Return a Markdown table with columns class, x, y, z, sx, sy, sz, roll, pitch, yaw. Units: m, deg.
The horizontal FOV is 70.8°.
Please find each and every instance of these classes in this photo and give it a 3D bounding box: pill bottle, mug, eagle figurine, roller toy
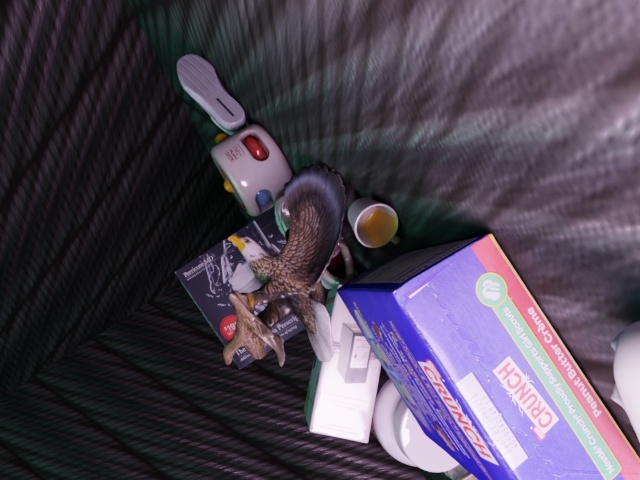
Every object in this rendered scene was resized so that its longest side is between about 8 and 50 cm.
| class | x | y | z | sx | sy | sz | roll | pitch | yaw |
| --- | --- | --- | --- | --- | --- | --- | --- | --- | --- |
| pill bottle | 0.179 | 0.341 | 0.906 | 0.176 | 0.176 | 0.318 | 56 | 170 | 3 |
| mug | 0.070 | -0.024 | 0.631 | 0.064 | 0.062 | 0.078 | -125 | 13 | -63 |
| eagle figurine | -0.045 | 0.040 | 0.736 | 0.226 | 0.298 | 0.225 | -15 | 115 | 43 |
| roller toy | -0.164 | -0.163 | 1.062 | 0.210 | 0.146 | 0.191 | 61 | 169 | -22 |

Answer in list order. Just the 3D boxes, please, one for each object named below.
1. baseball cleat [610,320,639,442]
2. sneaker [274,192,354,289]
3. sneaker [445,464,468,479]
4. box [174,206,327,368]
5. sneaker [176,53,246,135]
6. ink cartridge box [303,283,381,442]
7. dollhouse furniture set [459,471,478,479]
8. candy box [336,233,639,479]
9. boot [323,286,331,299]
| class | x | y | z | sx | sy | sz | roll | pitch | yaw |
| --- | --- | --- | --- | --- | --- | --- | --- | --- | --- |
| baseball cleat | 0.246 | 0.142 | 0.263 | 0.206 | 0.072 | 0.109 | 55 | 164 | -14 |
| sneaker | 0.000 | 0.000 | 0.964 | 0.252 | 0.103 | 0.111 | 52 | 167 | -12 |
| sneaker | 0.316 | 0.491 | 0.969 | 0.229 | 0.092 | 0.087 | 53 | 168 | 13 |
| box | -0.154 | 0.112 | 1.239 | 0.313 | 0.343 | 0.179 | 57 | -176 | -4 |
| sneaker | -0.280 | -0.361 | 1.150 | 0.258 | 0.094 | 0.091 | 54 | 165 | 14 |
| ink cartridge box | 0.052 | 0.236 | 0.915 | 0.114 | 0.273 | 0.198 | 13 | 169 | -3 |
| dollhouse furniture set | 0.295 | 0.405 | 0.729 | 0.091 | 0.114 | 0.081 | 69 | 161 | 0 |
| candy box | 0.158 | 0.143 | 0.547 | 0.268 | 0.122 | 0.317 | 58 | 172 | 1 |
| boot | 0.005 | 0.138 | 1.098 | 0.237 | 0.178 | 0.085 | 57 | 171 | 3 |
